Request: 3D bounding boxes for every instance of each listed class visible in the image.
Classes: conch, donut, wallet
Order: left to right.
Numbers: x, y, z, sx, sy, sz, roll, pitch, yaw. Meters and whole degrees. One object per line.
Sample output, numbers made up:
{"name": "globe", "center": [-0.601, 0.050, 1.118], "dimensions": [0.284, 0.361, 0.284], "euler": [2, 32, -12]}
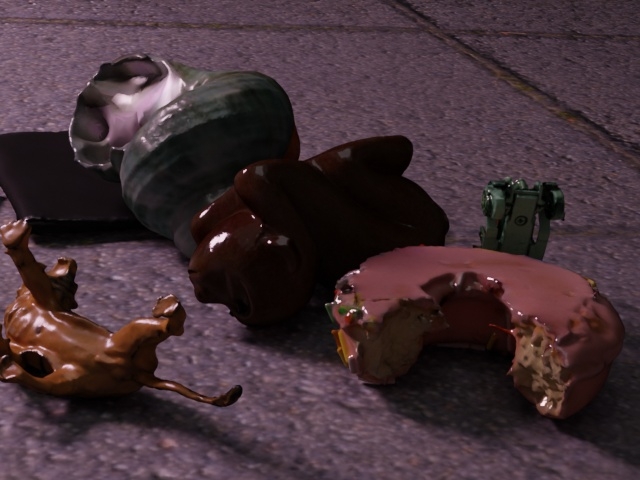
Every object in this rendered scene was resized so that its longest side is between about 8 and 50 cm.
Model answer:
{"name": "wallet", "center": [-0.272, -0.066, 1.375], "dimensions": [0.146, 0.030, 0.285], "euler": [-5, 23, -22]}
{"name": "conch", "center": [-0.129, -0.088, 1.249], "dimensions": [0.220, 0.195, 0.277], "euler": [-23, 66, -2]}
{"name": "donut", "center": [0.127, 0.071, 1.039], "dimensions": [0.233, 0.085, 0.199], "euler": [11, 22, 15]}

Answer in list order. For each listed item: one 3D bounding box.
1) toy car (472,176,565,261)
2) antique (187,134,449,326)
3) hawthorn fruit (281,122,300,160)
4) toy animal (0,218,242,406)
{"name": "toy car", "center": [0.171, 0.003, 1.146], "dimensions": [0.073, 0.143, 0.054], "euler": [2, 38, -4]}
{"name": "antique", "center": [0.000, 0.000, 1.137], "dimensions": [0.257, 0.143, 0.121], "euler": [-13, -15, -39]}
{"name": "hawthorn fruit", "center": [-0.080, -0.110, 1.409], "dimensions": [0.125, 0.125, 0.140], "euler": [15, 27, 23]}
{"name": "toy animal", "center": [-0.162, 0.084, 0.953], "dimensions": [0.255, 0.114, 0.116], "euler": [25, -15, 32]}
